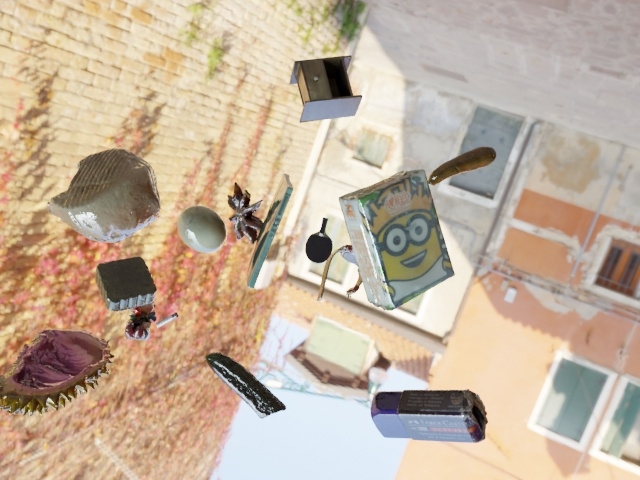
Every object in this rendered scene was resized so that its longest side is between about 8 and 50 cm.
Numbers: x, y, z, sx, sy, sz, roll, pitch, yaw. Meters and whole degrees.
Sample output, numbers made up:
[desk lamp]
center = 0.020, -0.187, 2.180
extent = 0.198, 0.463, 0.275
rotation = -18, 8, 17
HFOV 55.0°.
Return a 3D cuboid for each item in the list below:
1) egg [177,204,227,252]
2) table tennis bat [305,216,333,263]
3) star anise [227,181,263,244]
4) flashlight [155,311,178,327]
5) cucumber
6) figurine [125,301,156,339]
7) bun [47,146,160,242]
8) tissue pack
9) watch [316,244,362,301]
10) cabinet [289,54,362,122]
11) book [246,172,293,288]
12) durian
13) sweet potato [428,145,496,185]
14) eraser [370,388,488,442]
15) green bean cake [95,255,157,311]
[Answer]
[egg]
center = -0.498, -0.046, 2.604
extent = 0.186, 0.187, 0.253
rotation = 26, 167, 38
[table tennis bat]
center = 0.000, 0.000, 2.078
extent = 0.095, 0.158, 0.014
rotation = 14, -179, 16
[star anise]
center = -0.321, -0.119, 2.609
extent = 0.088, 0.289, 0.288
rotation = -21, -147, -35
[flashlight]
center = -0.514, 0.266, 2.062
extent = 0.018, 0.083, 0.018
rotation = 61, -164, -3
[cucumber]
center = -0.212, 0.400, 1.715
extent = 0.265, 0.077, 0.077
rotation = 45, -170, -1
[figurine]
center = -0.749, 0.291, 2.531
extent = 0.127, 0.235, 0.185
rotation = 7, 169, 1
[bun]
center = -0.542, -0.106, 1.625
extent = 0.281, 0.281, 0.205
rotation = 26, 154, 36
[tissue pack]
center = 0.199, -0.006, 1.607
extent = 0.227, 0.311, 0.128
rotation = -25, -164, -25
[watch]
center = 0.087, 0.143, 2.398
extent = 0.164, 0.269, 0.102
rotation = 28, 151, -18
[cabinet]
center = 0.017, -0.542, 2.197
extent = 0.214, 0.175, 0.148
rotation = -10, 163, -12
[book]
center = -0.184, -0.043, 2.176
extent = 0.031, 0.380, 0.264
rotation = 20, -166, -13
[durian]
center = -0.557, 0.292, 1.314
extent = 0.191, 0.112, 0.341
rotation = 18, -168, -10
[sweet potato]
center = 0.485, -0.260, 2.107
extent = 0.273, 0.075, 0.075
rotation = -23, -157, -13
[eraser]
center = 0.315, 0.513, 1.813
extent = 0.331, 0.155, 0.102
rotation = -9, -144, 31
[green bean cake]
center = -0.699, 0.159, 2.209
extent = 0.183, 0.094, 0.185
rotation = -10, -132, -34
